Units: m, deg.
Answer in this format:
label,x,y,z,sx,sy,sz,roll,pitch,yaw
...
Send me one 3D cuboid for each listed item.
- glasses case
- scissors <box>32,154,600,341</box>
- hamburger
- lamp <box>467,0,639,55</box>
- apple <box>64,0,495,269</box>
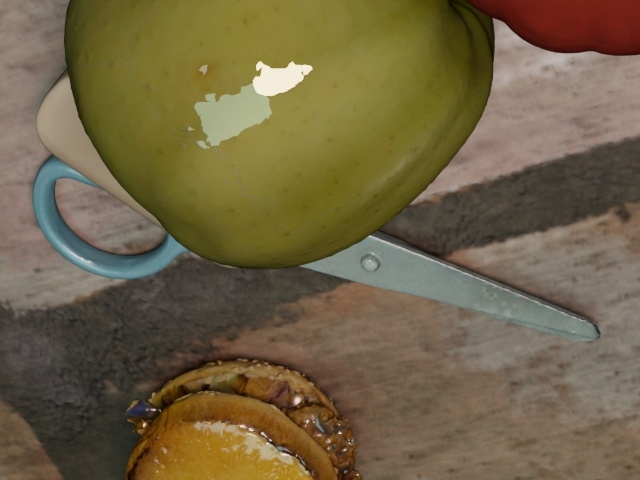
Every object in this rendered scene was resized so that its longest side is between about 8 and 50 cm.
label,x,y,z,sx,sy,sz,roll,pitch,yaw
glasses case,-0.112,-0.057,1.334,0.196,0.050,0.083,36,120,-11
scissors,0.000,0.000,1.394,0.447,0.029,0.192,18,126,1
hamburger,-0.056,0.176,1.482,0.191,0.118,0.182,-27,118,32
lamp,0.169,-0.219,1.094,0.227,0.227,0.227,7,126,9
apple,-0.028,-0.114,1.178,0.279,0.279,0.279,7,126,9
